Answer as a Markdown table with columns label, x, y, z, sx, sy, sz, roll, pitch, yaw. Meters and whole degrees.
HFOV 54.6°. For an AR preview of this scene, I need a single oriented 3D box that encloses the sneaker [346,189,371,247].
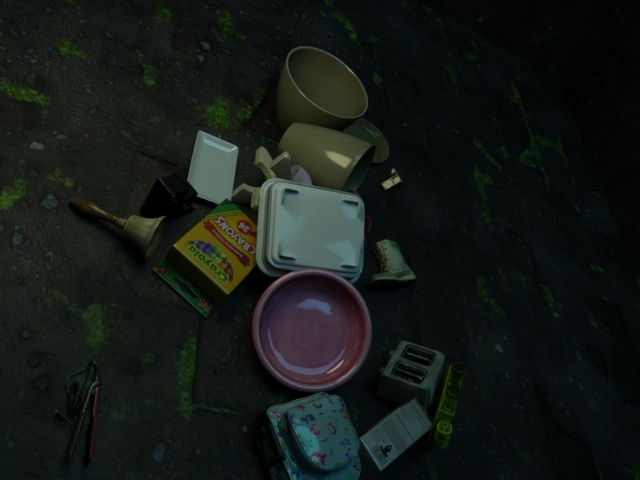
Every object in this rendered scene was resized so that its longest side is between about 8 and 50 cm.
| label | x | y | z | sx | sy | sz | roll | pitch | yaw |
| --- | --- | --- | --- | --- | --- | --- | --- | --- | --- |
| sneaker | 0.119 | -0.087 | 2.080 | 0.086 | 0.221 | 0.128 | 4 | 31 | 14 |

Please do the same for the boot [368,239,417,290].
| label | x | y | z | sx | sy | sz | roll | pitch | yaw |
| --- | --- | --- | --- | --- | --- | --- | --- | --- | --- |
| boot | 0.217 | 0.080 | 2.081 | 0.213 | 0.077 | 0.165 | -2 | 60 | -44 |

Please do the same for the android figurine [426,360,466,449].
| label | x | y | z | sx | sy | sz | roll | pitch | yaw |
| --- | --- | --- | --- | --- | --- | --- | --- | --- | --- |
| android figurine | 0.359 | 0.474 | 1.763 | 0.056 | 0.273 | 0.248 | 16 | 40 | 12 |

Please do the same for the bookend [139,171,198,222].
| label | x | y | z | sx | sy | sz | roll | pitch | yaw |
| --- | --- | --- | --- | --- | --- | --- | --- | --- | --- |
| bookend | -0.399 | -0.126 | 1.721 | 0.072 | 0.156 | 0.157 | 49 | 42 | 6 |

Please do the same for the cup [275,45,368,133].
| label | x | y | z | sx | sy | sz | roll | pitch | yaw |
| --- | --- | --- | --- | --- | --- | --- | --- | --- | --- |
| cup | -0.030 | -0.486 | 2.215 | 0.331 | 0.237 | 0.331 | 20 | 47 | -23 |

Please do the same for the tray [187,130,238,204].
| label | x | y | z | sx | sy | sz | roll | pitch | yaw |
| --- | --- | --- | --- | --- | --- | --- | --- | --- | --- |
| tray | -0.338 | -0.218 | 1.930 | 0.145 | 0.030 | 0.270 | 21 | 48 | -22 |

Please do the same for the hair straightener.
| label | x | y | z | sx | sy | sz | roll | pitch | yaw |
| --- | --- | --- | --- | --- | --- | --- | --- | --- | --- |
| hair straightener | -0.521 | 0.363 | 1.332 | 0.089 | 0.047 | 0.231 | 17 | 49 | -26 |

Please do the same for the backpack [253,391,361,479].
| label | x | y | z | sx | sy | sz | roll | pitch | yaw |
| --- | --- | --- | --- | --- | --- | --- | --- | --- | --- |
| backpack | -0.020 | 0.509 | 1.504 | 0.225 | 0.191 | 0.254 | -4 | 66 | -39 |

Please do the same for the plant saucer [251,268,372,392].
| label | x | y | z | sx | sy | sz | roll | pitch | yaw |
| --- | --- | --- | --- | --- | --- | --- | --- | --- | --- |
| plant saucer | -0.027 | 0.245 | 1.691 | 0.331 | 0.084 | 0.332 | 3 | 77 | -14 |

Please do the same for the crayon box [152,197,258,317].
| label | x | y | z | sx | sy | sz | roll | pitch | yaw |
| --- | --- | --- | --- | --- | --- | --- | --- | --- | --- |
| crayon box | -0.287 | 0.042 | 1.731 | 0.202 | 0.081 | 0.318 | 42 | 44 | -3 |

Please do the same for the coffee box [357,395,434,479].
| label | x | y | z | sx | sy | sz | roll | pitch | yaw |
| --- | --- | --- | --- | --- | --- | --- | --- | --- | --- |
| coffee box | 0.170 | 0.532 | 1.651 | 0.246 | 0.141 | 0.098 | -21 | 71 | -45 |

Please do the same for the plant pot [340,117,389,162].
| label | x | y | z | sx | sy | sz | roll | pitch | yaw |
| --- | --- | --- | --- | --- | --- | --- | --- | --- | --- |
| plant pot | 0.165 | -0.392 | 2.439 | 0.236 | 0.032 | 0.236 | 19 | 49 | -24 |

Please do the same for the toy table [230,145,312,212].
| label | x | y | z | sx | sy | sz | roll | pitch | yaw |
| --- | --- | --- | --- | --- | --- | --- | --- | --- | --- |
| toy table | -0.137 | -0.155 | 1.895 | 0.160 | 0.252 | 0.274 | 33 | 27 | -34 |

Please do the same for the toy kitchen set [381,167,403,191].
| label | x | y | z | sx | sy | sz | roll | pitch | yaw |
| --- | --- | --- | --- | --- | --- | --- | --- | --- | --- |
| toy kitchen set | 0.269 | -0.231 | 2.393 | 0.068 | 0.075 | 0.083 | 60 | 6 | 12 |

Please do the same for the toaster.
| label | x | y | z | sx | sy | sz | roll | pitch | yaw |
| --- | --- | --- | --- | --- | --- | --- | --- | --- | --- |
| toaster | 0.269 | 0.398 | 1.797 | 0.185 | 0.110 | 0.168 | 16 | 38 | 23 |

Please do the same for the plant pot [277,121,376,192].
| label | x | y | z | sx | sy | sz | roll | pitch | yaw |
| --- | --- | --- | --- | --- | --- | --- | --- | --- | --- |
| plant pot | 0.004 | -0.273 | 2.070 | 0.274 | 0.257 | 0.256 | 32 | 42 | 11 |

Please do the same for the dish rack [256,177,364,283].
| label | x | y | z | sx | sy | sz | roll | pitch | yaw |
| --- | --- | --- | --- | --- | --- | --- | --- | --- | --- |
| dish rack | -0.012 | -0.030 | 1.768 | 0.332 | 0.072 | 0.286 | 9 | 74 | -25 |

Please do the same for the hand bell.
| label | x | y | z | sx | sy | sz | roll | pitch | yaw |
| --- | --- | --- | --- | --- | --- | --- | --- | --- | --- |
| hand bell | -0.541 | -0.052 | 1.621 | 0.241 | 0.126 | 0.126 | 23 | 45 | -3 |
